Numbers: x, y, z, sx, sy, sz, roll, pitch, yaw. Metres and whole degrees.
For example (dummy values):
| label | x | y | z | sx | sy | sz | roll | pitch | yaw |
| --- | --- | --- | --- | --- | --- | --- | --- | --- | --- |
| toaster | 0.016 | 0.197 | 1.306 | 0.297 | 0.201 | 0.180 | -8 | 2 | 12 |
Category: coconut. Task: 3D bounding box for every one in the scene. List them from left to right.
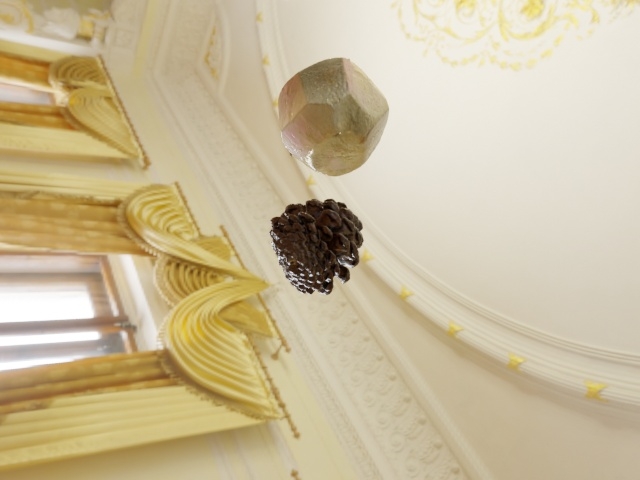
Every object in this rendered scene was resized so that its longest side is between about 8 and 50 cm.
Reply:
| label | x | y | z | sx | sy | sz | roll | pitch | yaw |
| --- | --- | --- | --- | --- | --- | --- | --- | --- | --- |
| coconut | 0.025 | -0.252 | 1.239 | 0.197 | 0.237 | 0.236 | -35 | -120 | 35 |

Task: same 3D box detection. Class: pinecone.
| label | x | y | z | sx | sy | sz | roll | pitch | yaw |
| --- | --- | --- | --- | --- | --- | --- | --- | --- | --- |
| pinecone | 0.000 | 0.000 | 0.490 | 0.077 | 0.083 | 0.077 | 22 | -49 | 27 |
